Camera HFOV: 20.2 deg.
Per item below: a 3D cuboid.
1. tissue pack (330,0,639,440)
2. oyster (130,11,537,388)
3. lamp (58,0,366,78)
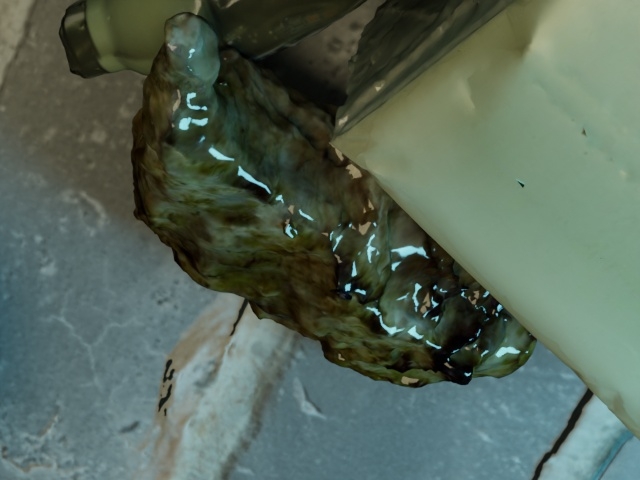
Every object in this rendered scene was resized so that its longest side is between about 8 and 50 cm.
[{"bbox_3d":[0.237,-0.054,1.058,0.380,0.207,0.297,42,121,-14],"label":"tissue pack"},{"bbox_3d":[-0.027,0.001,1.186,0.204,0.111,0.396,-22,134,35],"label":"oyster"},{"bbox_3d":[-0.051,-0.158,1.121,0.250,0.101,0.101,-16,117,16],"label":"lamp"}]
